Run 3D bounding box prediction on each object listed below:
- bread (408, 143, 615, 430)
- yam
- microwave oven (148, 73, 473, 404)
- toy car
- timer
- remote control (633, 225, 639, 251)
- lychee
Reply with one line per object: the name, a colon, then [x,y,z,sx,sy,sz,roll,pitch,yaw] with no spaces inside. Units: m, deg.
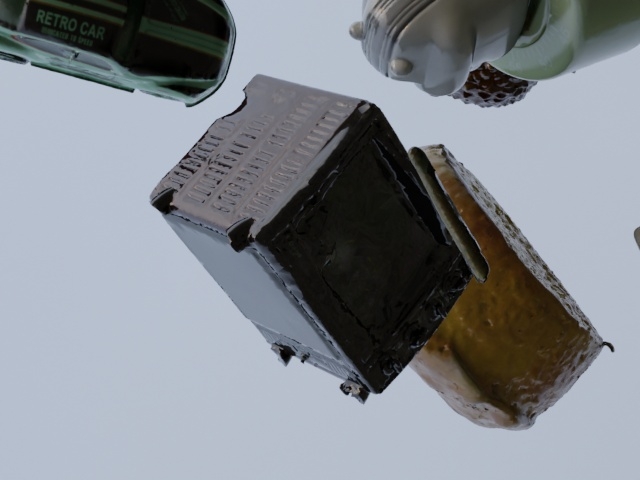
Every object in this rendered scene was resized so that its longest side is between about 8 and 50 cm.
bread: [0.169,0.057,1.696,0.398,0.215,0.398,49,-170,-12]
yam: [0.089,-0.018,0.925,0.014,0.014,0.107,-41,-74,-40]
microwave oven: [0.000,-0.002,1.229,0.178,0.188,0.247,-49,-48,-15]
toy car: [-0.234,-0.237,1.433,0.306,0.125,0.136,14,-91,-13]
timer: [0.175,-0.274,1.494,0.315,0.291,0.291,-33,-83,-24]
remote control: [0.378,0.067,1.337,0.044,0.073,0.229,73,-178,-48]
lychee: [0.239,-0.273,1.862,0.238,0.200,0.200,16,-124,13]
